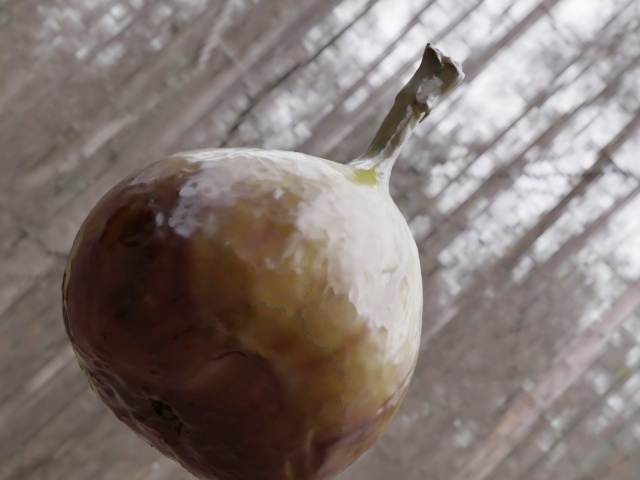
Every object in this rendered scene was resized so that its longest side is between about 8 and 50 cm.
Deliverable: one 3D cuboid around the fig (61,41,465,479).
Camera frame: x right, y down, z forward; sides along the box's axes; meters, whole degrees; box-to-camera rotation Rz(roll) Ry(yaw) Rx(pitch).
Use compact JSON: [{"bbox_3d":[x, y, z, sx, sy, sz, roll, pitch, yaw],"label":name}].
[{"bbox_3d":[0.001,0.007,0.700,0.160,0.230,0.143,59,-9,-22],"label":"fig"}]
